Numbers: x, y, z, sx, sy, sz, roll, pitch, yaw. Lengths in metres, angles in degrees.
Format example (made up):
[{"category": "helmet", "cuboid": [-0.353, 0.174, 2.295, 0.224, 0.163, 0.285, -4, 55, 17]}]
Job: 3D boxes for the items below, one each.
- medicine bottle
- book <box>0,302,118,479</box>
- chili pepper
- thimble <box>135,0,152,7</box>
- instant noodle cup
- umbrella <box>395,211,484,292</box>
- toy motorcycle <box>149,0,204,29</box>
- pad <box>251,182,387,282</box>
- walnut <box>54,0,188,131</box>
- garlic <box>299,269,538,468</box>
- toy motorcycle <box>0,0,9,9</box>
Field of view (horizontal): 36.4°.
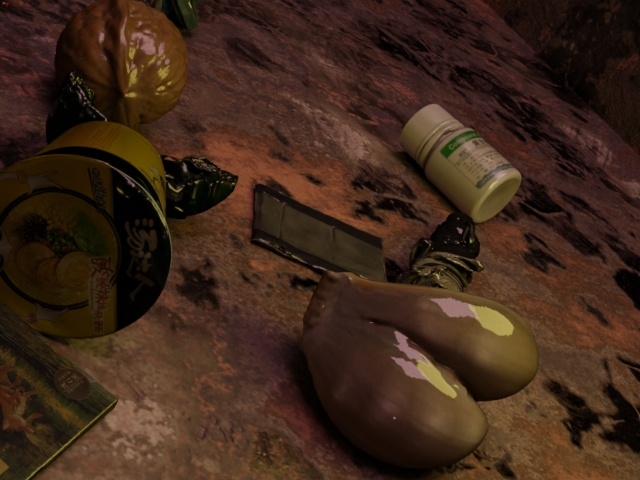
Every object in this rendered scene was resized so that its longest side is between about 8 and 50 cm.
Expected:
[{"category": "medicine bottle", "cuboid": [0.275, -0.157, 1.940, 0.139, 0.139, 0.237, -4, 45, -51]}, {"category": "book", "cuboid": [-0.310, 0.156, 0.910, 0.160, 0.024, 0.228, 39, 27, 5]}, {"category": "chili pepper", "cuboid": [-0.244, -0.097, 1.292, 0.265, 0.148, 0.116, 26, 55, -19]}, {"category": "thimble", "cuboid": [-0.337, -0.373, 1.650, 0.095, 0.104, 0.066, 27, 35, -6]}, {"category": "instant noodle cup", "cuboid": [-0.263, -0.031, 1.100, 0.216, 0.215, 0.236, 27, 19, -13]}, {"category": "umbrella", "cuboid": [0.211, 0.021, 1.613, 0.113, 0.106, 0.357, 32, 27, 4]}, {"category": "toy motorcycle", "cuboid": [-0.291, -0.572, 1.869, 0.182, 0.241, 0.319, -10, 59, -28]}, {"category": "pad", "cuboid": [0.000, 0.001, 1.509, 0.233, 0.022, 0.174, 24, 30, -17]}, {"category": "walnut", "cuboid": [-0.290, -0.257, 1.429, 0.213, 0.213, 0.213, 26, 28, -15]}, {"category": "garlic", "cuboid": [0.143, 0.182, 1.248, 0.246, 0.231, 0.340, -1, -20, 41]}, {"category": "toy motorcycle", "cuboid": [-0.594, -0.470, 1.541, 0.298, 0.089, 0.171, 38, 26, 8]}]
